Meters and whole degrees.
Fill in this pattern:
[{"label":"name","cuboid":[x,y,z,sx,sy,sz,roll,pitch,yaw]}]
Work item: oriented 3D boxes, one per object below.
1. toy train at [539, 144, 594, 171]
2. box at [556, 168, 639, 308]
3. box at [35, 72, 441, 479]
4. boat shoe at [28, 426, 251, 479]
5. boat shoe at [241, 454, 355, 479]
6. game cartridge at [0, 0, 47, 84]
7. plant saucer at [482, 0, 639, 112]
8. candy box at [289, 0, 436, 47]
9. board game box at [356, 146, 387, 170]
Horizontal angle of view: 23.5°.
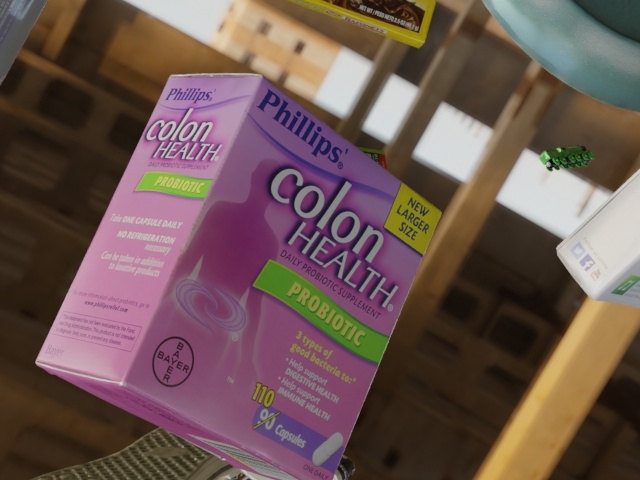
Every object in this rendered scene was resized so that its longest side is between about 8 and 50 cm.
[{"label":"toy train","cuboid":[0.260,-0.088,1.627,0.083,0.017,0.023,-11,-120,-47]},{"label":"box","cuboid":[0.352,-0.067,1.151,0.232,0.322,0.058,12,-141,-54]},{"label":"box","cuboid":[-0.054,0.033,1.150,0.117,0.243,0.213,5,157,48]},{"label":"boat shoe","cuboid":[-0.212,0.326,1.734,0.187,0.156,0.500,6,-171,24]},{"label":"boat shoe","cuboid":[-0.025,0.215,1.488,0.125,0.046,0.038,3,-160,34]},{"label":"game cartridge","cuboid":[-0.358,-0.238,1.505,0.068,0.355,0.230,35,-169,15]},{"label":"plant saucer","cuboid":[0.250,-0.255,1.271,0.317,0.317,0.044,26,149,-16]},{"label":"candy box","cuboid":[0.026,-0.286,1.623,0.206,0.105,0.027,18,166,-10]},{"label":"board game box","cuboid":[0.000,0.000,1.374,0.043,0.181,0.092,7,-119,-31]}]
